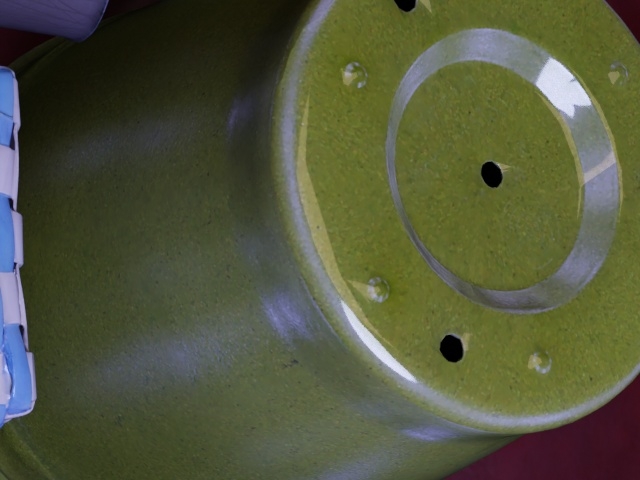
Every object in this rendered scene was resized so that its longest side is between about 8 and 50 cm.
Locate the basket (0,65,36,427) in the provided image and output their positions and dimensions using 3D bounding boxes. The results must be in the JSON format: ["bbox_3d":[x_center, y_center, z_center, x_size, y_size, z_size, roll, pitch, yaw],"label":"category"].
[{"bbox_3d":[-0.287,-0.001,0.644,0.289,0.201,0.255,-1,81,-28],"label":"basket"}]

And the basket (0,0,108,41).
[{"bbox_3d":[-0.220,-0.180,0.594,0.226,0.154,0.204,-3,57,-27],"label":"basket"}]

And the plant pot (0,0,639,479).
[{"bbox_3d":[0.000,0.000,0.768,0.366,0.353,0.367,6,77,-30],"label":"plant pot"}]
